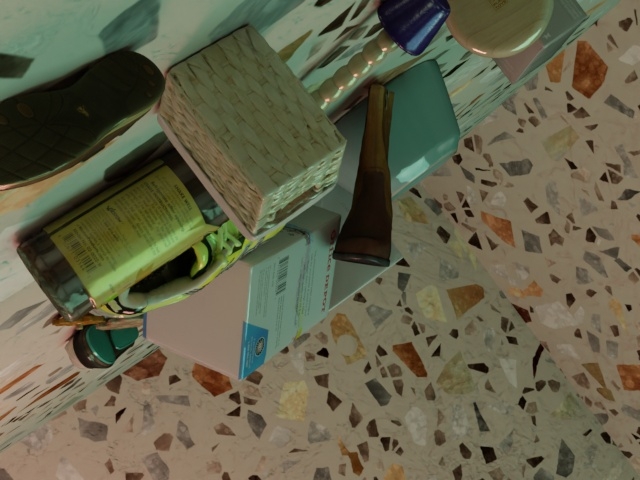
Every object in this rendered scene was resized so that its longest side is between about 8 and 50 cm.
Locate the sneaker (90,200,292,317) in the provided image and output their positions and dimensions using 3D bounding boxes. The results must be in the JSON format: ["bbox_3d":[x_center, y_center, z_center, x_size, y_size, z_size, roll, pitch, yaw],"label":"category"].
[{"bbox_3d":[-0.136,-0.010,1.167,0.384,0.145,0.147,-37,-152,-20],"label":"sneaker"}]

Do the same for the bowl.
[{"bbox_3d":[0.140,-0.180,1.688,0.311,0.163,0.311,-35,176,-3],"label":"bowl"}]

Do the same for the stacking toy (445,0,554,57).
[{"bbox_3d":[0.262,-0.336,1.264,0.141,0.141,0.330,-38,-179,20],"label":"stacking toy"}]

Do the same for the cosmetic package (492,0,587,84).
[{"bbox_3d":[0.366,-0.378,1.576,0.107,0.127,0.238,-35,178,-6],"label":"cosmetic package"}]

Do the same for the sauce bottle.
[{"bbox_3d":[-0.172,-0.040,1.028,0.344,0.111,0.111,-34,175,-18],"label":"sauce bottle"}]

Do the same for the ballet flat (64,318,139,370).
[{"bbox_3d":[-0.451,0.217,1.802,0.096,0.095,0.280,-25,177,7],"label":"ballet flat"}]

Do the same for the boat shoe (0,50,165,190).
[{"bbox_3d":[-0.197,-0.082,0.682,0.178,0.064,0.060,-37,175,-32],"label":"boat shoe"}]

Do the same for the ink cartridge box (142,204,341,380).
[{"bbox_3d":[-0.122,0.056,1.430,0.270,0.197,0.198,-30,133,-55],"label":"ink cartridge box"}]

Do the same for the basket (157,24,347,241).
[{"bbox_3d":[-0.067,-0.104,0.849,0.113,0.167,0.103,-35,169,-19],"label":"basket"}]

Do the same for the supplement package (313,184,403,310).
[{"bbox_3d":[0.000,0.000,1.843,0.204,0.262,0.145,-34,175,-19],"label":"supplement package"}]

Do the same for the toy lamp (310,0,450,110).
[{"bbox_3d":[0.045,-0.213,1.109,0.274,0.080,0.080,-40,175,29],"label":"toy lamp"}]

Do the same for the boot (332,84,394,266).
[{"bbox_3d":[0.091,-0.107,1.432,0.264,0.096,0.280,-36,134,-73],"label":"boot"}]

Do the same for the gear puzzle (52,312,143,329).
[{"bbox_3d":[-0.304,0.124,1.572,0.339,0.044,0.175,-3,171,-30],"label":"gear puzzle"}]
